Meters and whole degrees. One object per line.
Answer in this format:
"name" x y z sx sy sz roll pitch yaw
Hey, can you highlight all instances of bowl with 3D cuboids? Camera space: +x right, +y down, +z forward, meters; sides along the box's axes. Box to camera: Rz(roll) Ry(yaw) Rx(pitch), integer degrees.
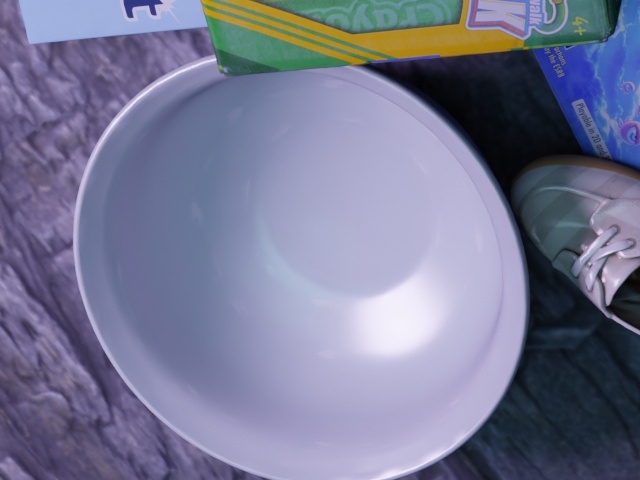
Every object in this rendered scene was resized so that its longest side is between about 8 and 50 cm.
"bowl" 0.000 0.000 1.034 0.297 0.134 0.298 7 116 14

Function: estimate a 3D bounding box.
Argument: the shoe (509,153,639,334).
"shoe" 0.208 0.021 0.950 0.219 0.058 0.077 31 121 4

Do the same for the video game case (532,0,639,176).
"video game case" 0.286 -0.072 0.950 0.244 0.061 0.269 -23 105 25

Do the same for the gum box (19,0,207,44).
"gum box" -0.117 -0.213 1.028 0.184 0.041 0.157 -3 112 20

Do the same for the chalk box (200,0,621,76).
"chalk box" 0.080 -0.216 0.869 0.289 0.179 0.180 -4 123 19
